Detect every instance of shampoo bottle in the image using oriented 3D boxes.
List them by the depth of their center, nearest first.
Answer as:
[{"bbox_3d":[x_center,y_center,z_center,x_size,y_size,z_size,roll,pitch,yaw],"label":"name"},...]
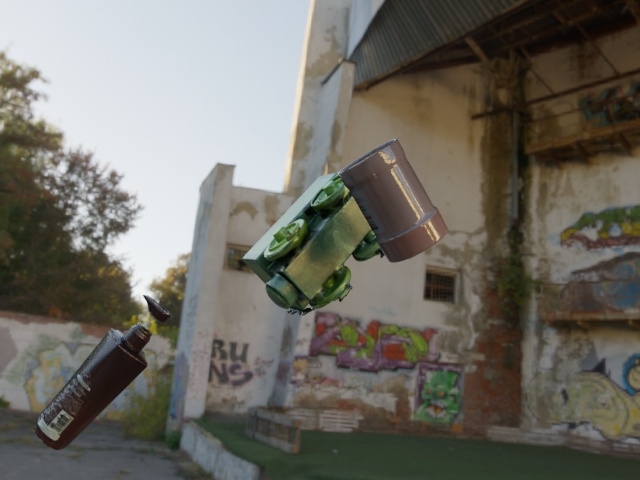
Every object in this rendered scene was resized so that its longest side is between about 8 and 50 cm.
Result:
[{"bbox_3d":[-0.305,0.185,0.856,0.068,0.236,0.067,44,-6,-22],"label":"shampoo bottle"}]

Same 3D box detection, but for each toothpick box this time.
[{"bbox_3d":[0.103,-0.056,0.853,0.098,0.149,0.098,-30,9,5],"label":"toothpick box"}]

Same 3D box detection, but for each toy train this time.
[{"bbox_3d":[0.000,0.000,1.022,0.159,0.272,0.188,48,-19,-17],"label":"toy train"}]
